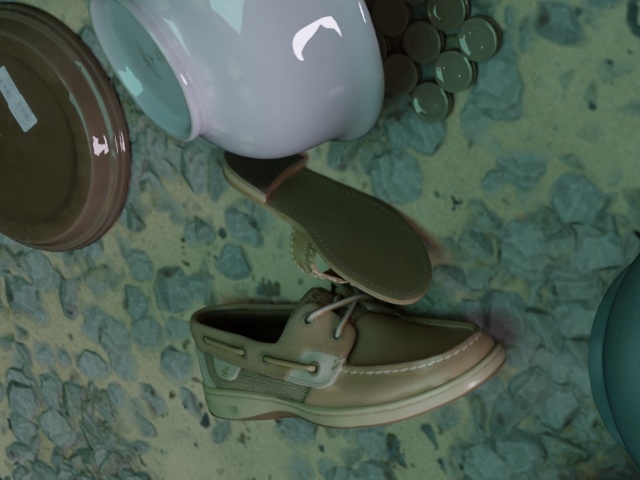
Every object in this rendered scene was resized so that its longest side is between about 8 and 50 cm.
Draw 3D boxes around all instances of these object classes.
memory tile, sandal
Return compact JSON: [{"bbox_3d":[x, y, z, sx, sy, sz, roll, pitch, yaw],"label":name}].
[{"bbox_3d":[0.075,-0.180,1.077,0.148,0.012,0.113,44,128,11],"label":"memory tile"},{"bbox_3d":[0.005,-0.003,1.173,0.240,0.088,0.079,38,147,22],"label":"sandal"}]

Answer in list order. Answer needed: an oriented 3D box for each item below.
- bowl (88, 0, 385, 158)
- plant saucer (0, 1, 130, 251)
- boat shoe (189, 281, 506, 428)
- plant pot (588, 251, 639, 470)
[{"bbox_3d":[-0.094,-0.173,1.033,0.298,0.134,0.298,45,159,22],"label":"bowl"},{"bbox_3d":[-0.321,-0.113,1.358,0.278,0.041,0.278,14,116,30],"label":"plant saucer"},{"bbox_3d":[0.008,0.100,1.174,0.341,0.121,0.110,-8,106,38],"label":"boat shoe"},{"bbox_3d":[0.312,0.085,0.886,0.196,0.293,0.293,-7,107,64],"label":"plant pot"}]
